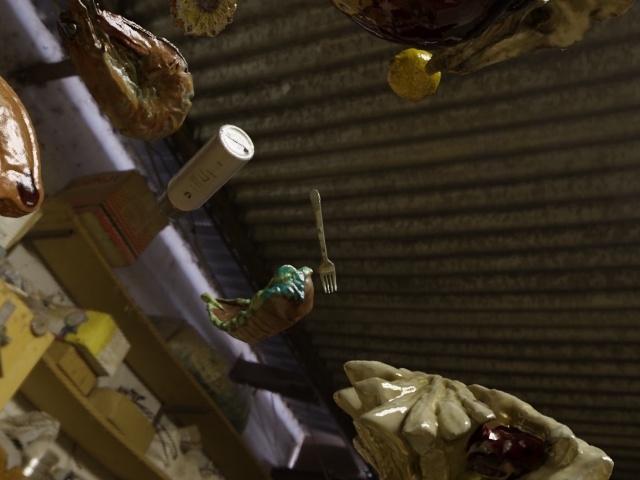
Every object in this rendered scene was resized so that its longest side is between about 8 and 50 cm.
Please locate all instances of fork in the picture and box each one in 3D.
[{"bbox_3d":[0.001,0.000,1.303,0.034,0.028,0.219,-11,-96,6],"label":"fork"}]

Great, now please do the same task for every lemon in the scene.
[{"bbox_3d":[0.200,-0.357,1.345,0.133,0.109,0.109,27,-41,-30],"label":"lemon"}]

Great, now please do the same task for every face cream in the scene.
[{"bbox_3d":[-0.268,-0.130,1.368,0.092,0.092,0.311,40,-49,-17],"label":"face cream"}]

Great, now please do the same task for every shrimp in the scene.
[{"bbox_3d":[-0.288,-0.264,0.932,0.062,0.154,0.294,44,-9,32],"label":"shrimp"}]

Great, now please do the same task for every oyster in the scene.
[{"bbox_3d":[0.336,-0.369,1.040,0.341,0.110,0.166,-18,-14,26],"label":"oyster"}]

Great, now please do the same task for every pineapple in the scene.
[{"bbox_3d":[-0.270,-0.580,1.476,0.047,0.221,0.221,37,-36,29],"label":"pineapple"}]

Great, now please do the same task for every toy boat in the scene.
[{"bbox_3d":[-0.097,0.100,0.914,0.293,0.108,0.099,-22,-82,57],"label":"toy boat"}]

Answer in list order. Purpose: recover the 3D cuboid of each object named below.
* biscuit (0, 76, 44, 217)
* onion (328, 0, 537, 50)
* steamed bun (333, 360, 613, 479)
[{"bbox_3d":[-0.615,-0.153,0.933,0.078,0.455,0.349,-20,-76,25],"label":"biscuit"},{"bbox_3d":[0.097,-0.282,0.446,0.221,0.281,0.281,39,-39,22],"label":"onion"},{"bbox_3d":[0.152,0.250,0.823,0.428,0.247,0.189,7,-69,62],"label":"steamed bun"}]
